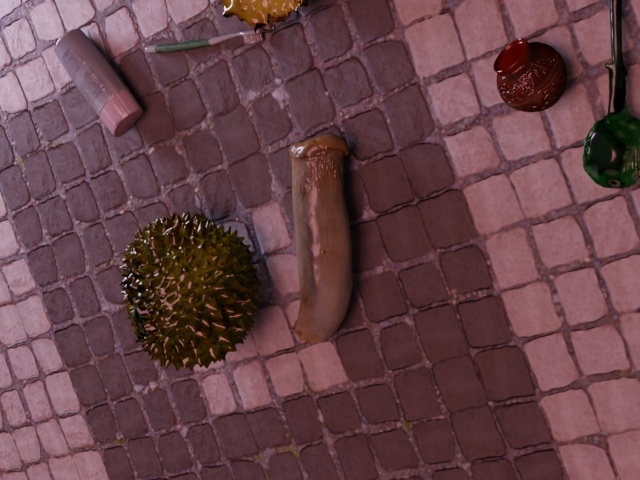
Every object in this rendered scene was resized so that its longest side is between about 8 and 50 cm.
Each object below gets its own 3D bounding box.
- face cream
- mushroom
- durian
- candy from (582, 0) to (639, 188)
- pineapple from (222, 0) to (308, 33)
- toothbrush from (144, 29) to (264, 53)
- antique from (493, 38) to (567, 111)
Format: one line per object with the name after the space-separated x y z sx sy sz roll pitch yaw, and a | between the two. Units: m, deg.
-0.394 -0.283 2.195 0.198 0.057 0.084 53 127 9 | face cream
0.000 0.000 1.972 0.122 0.095 0.351 23 116 51 | mushroom
-0.230 0.089 2.075 0.291 0.224 0.291 16 118 33 | durian
0.392 -0.230 1.635 0.097 0.097 0.323 1 96 36 | candy
-0.081 -0.430 1.910 0.225 0.076 0.225 9 106 32 | pineapple
-0.197 -0.330 2.061 0.257 0.018 0.024 0 110 35 | toothbrush
0.289 -0.222 1.689 0.104 0.104 0.104 11 109 33 | antique
